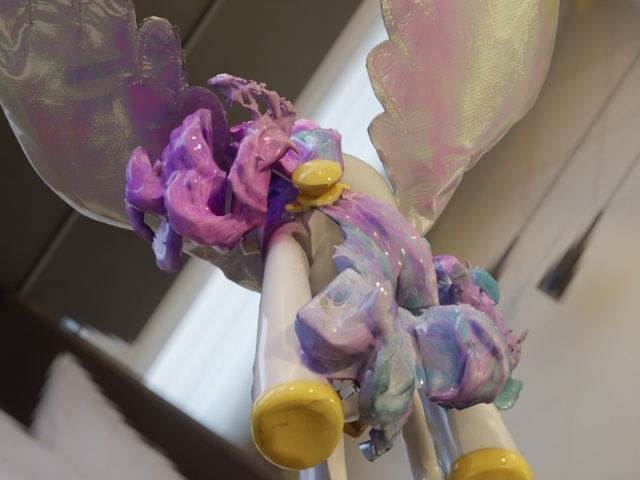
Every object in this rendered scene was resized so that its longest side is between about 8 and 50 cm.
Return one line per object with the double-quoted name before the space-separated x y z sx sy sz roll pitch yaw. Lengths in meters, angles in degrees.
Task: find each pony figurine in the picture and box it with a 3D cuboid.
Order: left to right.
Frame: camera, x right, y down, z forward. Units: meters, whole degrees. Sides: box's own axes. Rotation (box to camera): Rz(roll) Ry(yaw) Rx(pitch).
"pony figurine" 0.000 0.000 0.904 0.363 0.302 0.351 -104 -176 -51
